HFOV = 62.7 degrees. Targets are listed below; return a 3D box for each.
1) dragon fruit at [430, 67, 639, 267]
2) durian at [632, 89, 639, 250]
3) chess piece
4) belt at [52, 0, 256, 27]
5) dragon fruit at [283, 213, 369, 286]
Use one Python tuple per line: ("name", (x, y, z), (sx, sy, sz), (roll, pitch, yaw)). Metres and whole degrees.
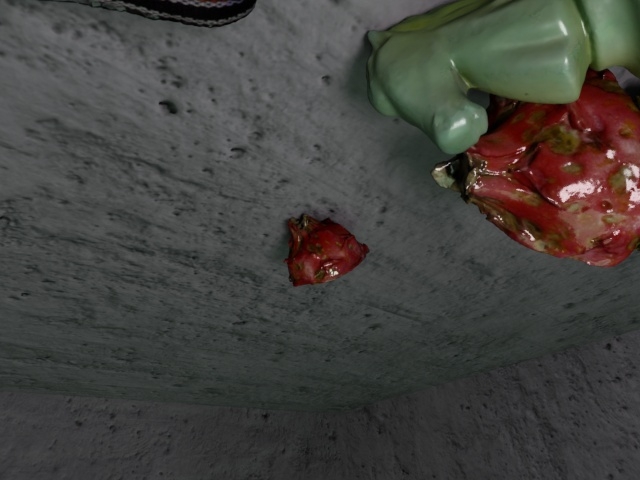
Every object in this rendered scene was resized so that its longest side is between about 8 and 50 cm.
("dragon fruit", (0.236, -0.097, 0.582), (0.211, 0.262, 0.134), (-14, 153, -10))
("durian", (0.513, -0.111, 0.690), (0.293, 0.258, 0.258), (-18, 151, 8))
("chess piece", (0.184, -0.190, 0.510), (0.298, 0.176, 0.176), (-20, 150, 23))
("belt", (-0.215, -0.228, 0.388), (0.359, 0.126, 0.094), (-1, 153, -16))
("dragon fruit", (0.000, 0.000, 0.918), (0.153, 0.153, 0.111), (-15, 111, 12))
